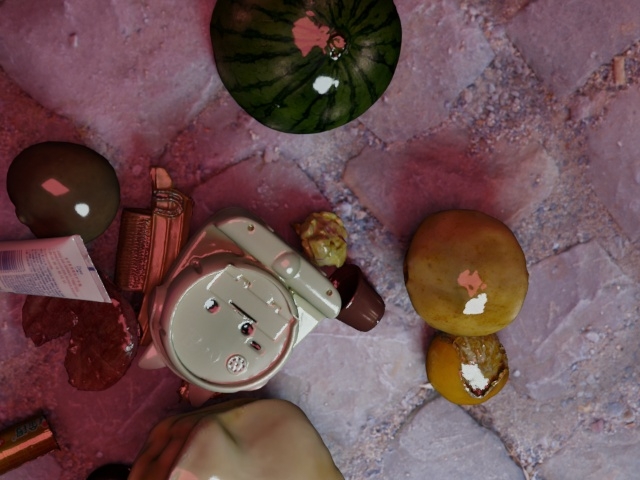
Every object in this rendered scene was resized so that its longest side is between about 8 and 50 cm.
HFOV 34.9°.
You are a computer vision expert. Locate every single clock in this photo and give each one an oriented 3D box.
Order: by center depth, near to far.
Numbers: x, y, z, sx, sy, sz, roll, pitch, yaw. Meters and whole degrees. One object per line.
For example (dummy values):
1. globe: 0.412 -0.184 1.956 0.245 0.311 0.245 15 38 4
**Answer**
1. clock: -0.149 0.131 1.699 0.265 0.108 0.324 39 92 -21

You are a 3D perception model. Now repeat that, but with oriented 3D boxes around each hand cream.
1. hand cream: -0.461 0.041 1.659 0.248 0.083 0.133 2 129 26

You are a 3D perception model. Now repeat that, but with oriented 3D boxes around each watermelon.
1. watermelon: -0.021 -0.334 1.670 0.331 0.189 0.330 -1 95 -8

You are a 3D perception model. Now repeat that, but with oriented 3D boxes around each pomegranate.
1. pomegranate: 0.247 0.060 1.764 0.233 0.233 0.233 -1 101 -8

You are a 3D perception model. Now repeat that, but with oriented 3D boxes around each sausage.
1. sausage: -0.632 0.402 1.737 0.372 0.082 0.082 -24 103 -15

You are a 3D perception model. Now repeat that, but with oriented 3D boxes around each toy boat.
1. toy boat: -0.292 0.026 1.740 0.115 0.089 0.310 8 99 -19

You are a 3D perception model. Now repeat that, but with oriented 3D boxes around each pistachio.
1. pistachio: -0.133 0.440 1.717 0.445 0.281 0.365 31 69 -43

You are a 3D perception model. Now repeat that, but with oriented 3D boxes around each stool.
1. stool: -0.342 0.462 1.805 0.217 0.121 0.125 -16 101 0

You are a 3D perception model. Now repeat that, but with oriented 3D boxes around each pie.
1. pie: -0.402 0.149 1.727 0.204 0.054 0.218 -34 87 24

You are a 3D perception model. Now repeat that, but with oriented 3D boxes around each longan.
1. longan: -0.418 -0.079 1.666 0.189 0.189 0.189 -1 101 -8

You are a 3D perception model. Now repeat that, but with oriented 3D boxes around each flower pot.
1. flower pot: 0.063 0.110 1.808 0.089 0.111 0.111 36 94 -27

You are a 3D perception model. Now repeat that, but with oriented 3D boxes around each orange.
1. orange: 0.268 0.227 1.840 0.157 0.134 0.156 -5 113 -12

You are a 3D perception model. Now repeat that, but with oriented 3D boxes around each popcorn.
1. popcorn: 0.002 0.001 1.784 0.109 0.089 0.096 34 54 -28

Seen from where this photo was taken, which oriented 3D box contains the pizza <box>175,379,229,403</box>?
1. pizza: -0.158 0.196 1.805 0.147 0.069 0.226 20 97 -20
